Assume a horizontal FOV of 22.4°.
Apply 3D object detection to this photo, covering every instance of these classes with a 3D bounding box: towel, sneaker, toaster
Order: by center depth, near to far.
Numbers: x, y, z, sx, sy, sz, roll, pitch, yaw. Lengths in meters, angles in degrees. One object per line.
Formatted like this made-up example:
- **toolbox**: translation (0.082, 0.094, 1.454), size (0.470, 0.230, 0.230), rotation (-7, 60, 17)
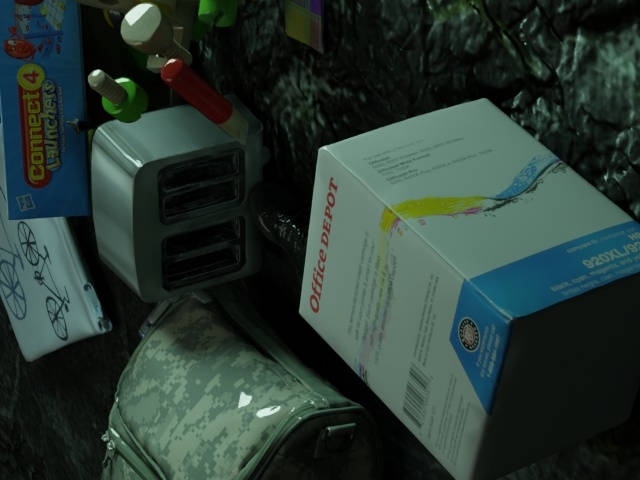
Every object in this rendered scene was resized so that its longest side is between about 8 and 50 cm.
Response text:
- **towel**: translation (-0.014, -0.216, 1.474), size (0.060, 0.009, 0.083), rotation (35, 134, 47)
- **sneaker**: translation (-0.002, 0.001, 1.540), size (0.170, 0.051, 0.089), rotation (59, 148, 12)
- **toaster**: translation (-0.143, -0.045, 1.611), size (0.110, 0.185, 0.168), rotation (40, 138, 49)

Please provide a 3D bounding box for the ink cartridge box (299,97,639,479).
- **ink cartridge box**: translation (0.119, 0.033, 1.234), size (0.233, 0.168, 0.171), rotation (45, 141, 37)

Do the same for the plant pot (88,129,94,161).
- **plant pot**: translation (-0.324, -0.093, 1.969), size (0.134, 0.095, 0.134), rotation (36, 136, 46)

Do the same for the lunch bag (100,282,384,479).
- **lunch bag**: translation (-0.077, 0.209, 1.625), size (0.305, 0.212, 0.256), rotation (39, 120, 50)

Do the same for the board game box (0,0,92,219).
- **board game box**: translation (-0.301, -0.202, 1.732), size (0.308, 0.086, 0.302), rotation (-128, 36, -74)

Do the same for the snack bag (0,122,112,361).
- **snack bag**: translation (-0.394, -0.007, 2.193), size (0.342, 0.037, 0.323), rotation (-22, 88, 61)

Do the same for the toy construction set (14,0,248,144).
- **toy construction set**: translation (-0.126, -0.216, 1.496), size (0.237, 0.257, 0.309), rotation (39, -150, -58)

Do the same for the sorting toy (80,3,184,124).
- **sorting toy**: translation (-0.214, -0.222, 1.770), size (0.229, 0.041, 0.307), rotation (40, 138, 42)
